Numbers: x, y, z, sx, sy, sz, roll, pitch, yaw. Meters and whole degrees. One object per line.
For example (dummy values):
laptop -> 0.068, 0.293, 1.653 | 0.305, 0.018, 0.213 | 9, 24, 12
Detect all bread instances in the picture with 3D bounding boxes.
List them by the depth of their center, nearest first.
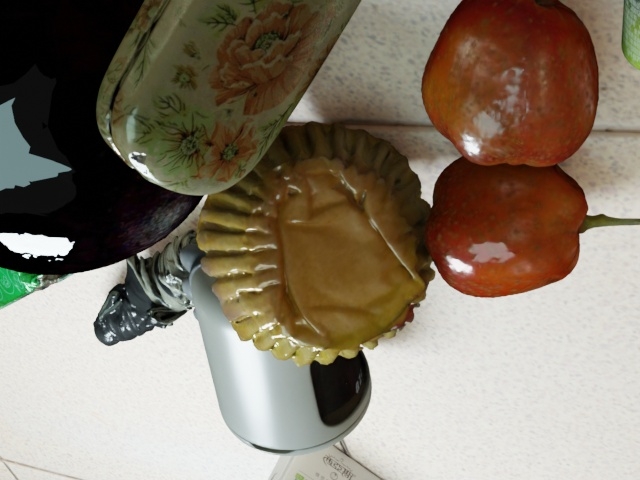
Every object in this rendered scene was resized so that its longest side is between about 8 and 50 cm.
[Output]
bread -> 0.000, 0.000, 1.171 | 0.274, 0.274, 0.149 | 32, 175, 0

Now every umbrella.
umbrella -> -0.256, 0.088, 1.581 | 0.357, 0.106, 0.113 | -31, 69, 52

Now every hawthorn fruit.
hawthorn fruit -> 0.175, -0.169, 0.972 | 0.162, 0.162, 0.203 | 16, 124, 20
hawthorn fruit -> 0.248, -0.013, 1.095 | 0.285, 0.165, 0.165 | 3, 136, 21

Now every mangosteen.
mangosteen -> -0.209, -0.158, 1.053 | 0.382, 0.435, 0.382 | 172, 90, -65

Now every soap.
soap -> -0.415, 0.028, 1.558 | 0.273, 0.218, 0.098 | -24, 101, 52

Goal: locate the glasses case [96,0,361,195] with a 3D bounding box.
glasses case -> -0.024, -0.229, 0.851 | 0.098, 0.425, 0.156 | 37, -172, 36

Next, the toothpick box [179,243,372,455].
toothpick box -> -0.060, 0.100, 1.377 | 0.229, 0.229, 0.316 | 13, 137, 23

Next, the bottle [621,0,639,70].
bottle -> 0.277, -0.277, 0.809 | 0.093, 0.093, 0.330 | 13, 140, 23

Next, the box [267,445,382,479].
box -> 0.024, 0.462, 1.746 | 0.260, 0.194, 0.111 | 36, 143, -4
